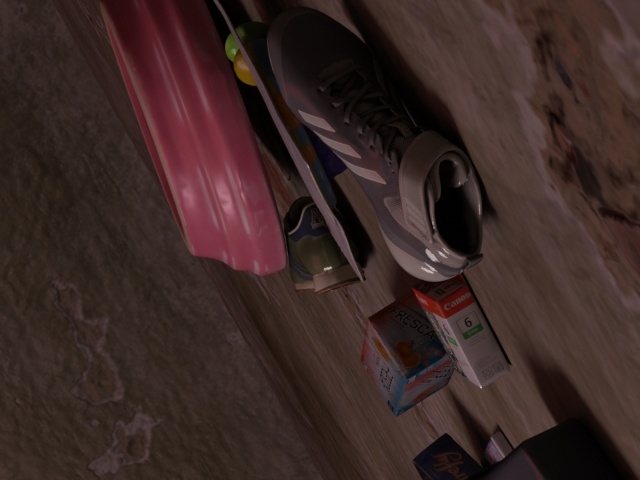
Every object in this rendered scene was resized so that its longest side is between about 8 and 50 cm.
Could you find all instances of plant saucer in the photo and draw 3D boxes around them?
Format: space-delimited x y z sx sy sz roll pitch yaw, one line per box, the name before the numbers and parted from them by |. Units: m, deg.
plant saucer | -0.124 -0.117 1.678 0.332 0.084 0.332 160 90 -83

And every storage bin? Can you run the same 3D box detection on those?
storage bin | 0.171 0.190 1.238 0.135 0.098 0.091 57 144 20

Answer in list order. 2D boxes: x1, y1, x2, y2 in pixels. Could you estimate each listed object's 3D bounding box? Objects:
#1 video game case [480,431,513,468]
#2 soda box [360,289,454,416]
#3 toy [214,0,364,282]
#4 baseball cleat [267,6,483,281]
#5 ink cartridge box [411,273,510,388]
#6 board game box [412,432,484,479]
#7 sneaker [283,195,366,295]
video game case | 0.168 0.212 1.557 0.087 0.011 0.122 57 171 15
soda box | 0.075 0.094 1.529 0.063 0.058 0.183 57 172 12
toy | -0.011 -0.094 1.390 0.237 0.056 0.137 58 177 45
baseball cleat | 0.044 -0.071 1.165 0.206 0.072 0.109 55 158 -2
ink cartridge box | 0.096 0.050 1.352 0.115 0.029 0.063 61 172 -15
board game box | 0.181 0.289 1.570 0.243 0.042 0.165 42 164 53
sneaker | 0.000 0.000 1.660 0.192 0.064 0.086 -179 71 -84
